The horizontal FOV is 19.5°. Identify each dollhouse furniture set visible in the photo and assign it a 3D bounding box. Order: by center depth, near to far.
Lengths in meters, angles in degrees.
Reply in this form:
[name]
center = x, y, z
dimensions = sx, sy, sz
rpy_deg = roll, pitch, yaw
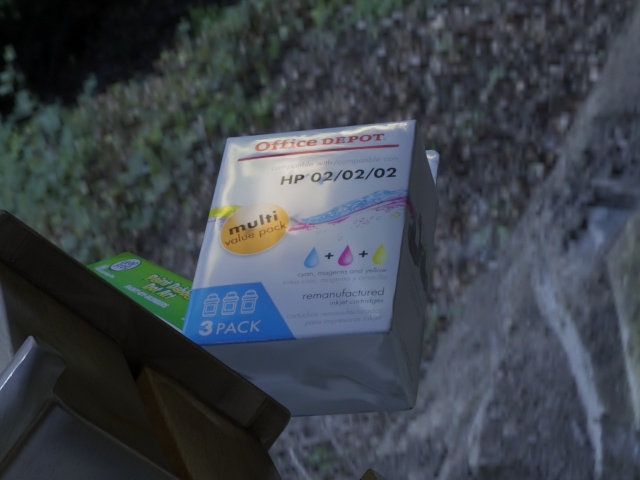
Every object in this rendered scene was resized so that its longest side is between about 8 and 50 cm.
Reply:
[dollhouse furniture set]
center = -0.059, 0.142, 0.565
dimensions = 0.355, 0.303, 0.174
rpy_deg = 36, 92, -16

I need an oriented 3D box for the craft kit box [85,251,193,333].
[craft kit box]
center = -0.173, 0.085, 1.142
dimensions = 0.246, 0.061, 0.250
rpy_deg = -20, 20, -24

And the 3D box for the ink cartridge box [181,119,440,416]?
[ink cartridge box]
center = 0.000, 0.000, 0.932
dimensions = 0.104, 0.062, 0.181
rpy_deg = -4, 44, 14
